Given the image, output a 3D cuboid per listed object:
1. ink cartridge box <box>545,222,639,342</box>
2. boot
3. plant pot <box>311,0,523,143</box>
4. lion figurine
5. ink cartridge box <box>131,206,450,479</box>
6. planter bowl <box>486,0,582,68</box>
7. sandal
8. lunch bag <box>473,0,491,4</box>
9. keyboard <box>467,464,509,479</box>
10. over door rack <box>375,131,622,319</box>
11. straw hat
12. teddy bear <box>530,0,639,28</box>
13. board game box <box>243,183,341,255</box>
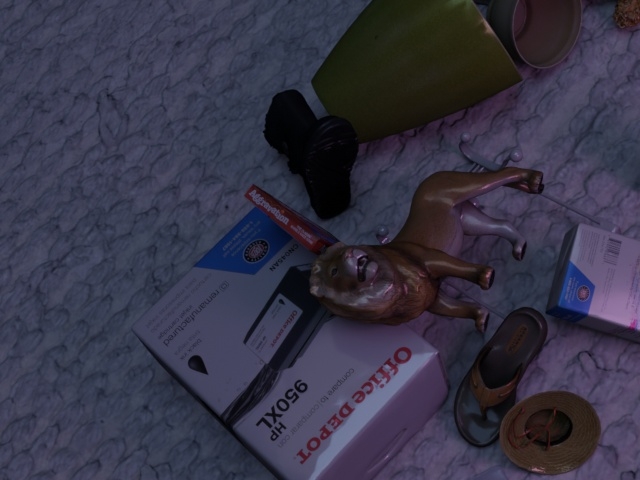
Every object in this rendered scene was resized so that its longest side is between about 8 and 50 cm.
[{"bbox_3d":[0.464,0.075,1.601,0.231,0.078,0.134,18,76,0],"label":"ink cartridge box"},{"bbox_3d":[-0.025,-0.176,1.799,0.094,0.246,0.207,-24,61,-13],"label":"boot"},{"bbox_3d":[0.141,-0.297,1.834,0.293,0.275,0.274,-35,59,11],"label":"plant pot"},{"bbox_3d":[0.163,-0.003,1.586,0.240,0.142,0.392,16,39,23],"label":"lion figurine"},{"bbox_3d":[-0.043,0.180,1.650,0.395,0.166,0.285,38,76,28],"label":"ink cartridge box"},{"bbox_3d":[0.356,-0.384,1.880,0.162,0.162,0.109,-47,34,-13],"label":"planter bowl"},{"bbox_3d":[0.261,0.198,1.592,0.090,0.060,0.219,32,97,17],"label":"sandal"},{"bbox_3d":[0.234,-0.583,1.999,0.287,0.169,0.235,17,67,17],"label":"lunch bag"},{"bbox_3d":[0.280,0.439,1.521,0.072,0.014,0.256,-24,59,-6],"label":"keyboard"},{"bbox_3d":[0.278,-0.014,1.712,0.324,0.108,0.239,36,76,27],"label":"over door rack"},{"bbox_3d":[0.326,0.263,1.571,0.145,0.144,0.061,-16,17,5],"label":"straw hat"},{"bbox_3d":[0.522,-0.494,1.912,0.338,0.113,0.245,19,70,23],"label":"teddy bear"},{"bbox_3d":[0.000,0.000,1.674,0.145,0.281,0.027,37,93,28],"label":"board game box"}]
